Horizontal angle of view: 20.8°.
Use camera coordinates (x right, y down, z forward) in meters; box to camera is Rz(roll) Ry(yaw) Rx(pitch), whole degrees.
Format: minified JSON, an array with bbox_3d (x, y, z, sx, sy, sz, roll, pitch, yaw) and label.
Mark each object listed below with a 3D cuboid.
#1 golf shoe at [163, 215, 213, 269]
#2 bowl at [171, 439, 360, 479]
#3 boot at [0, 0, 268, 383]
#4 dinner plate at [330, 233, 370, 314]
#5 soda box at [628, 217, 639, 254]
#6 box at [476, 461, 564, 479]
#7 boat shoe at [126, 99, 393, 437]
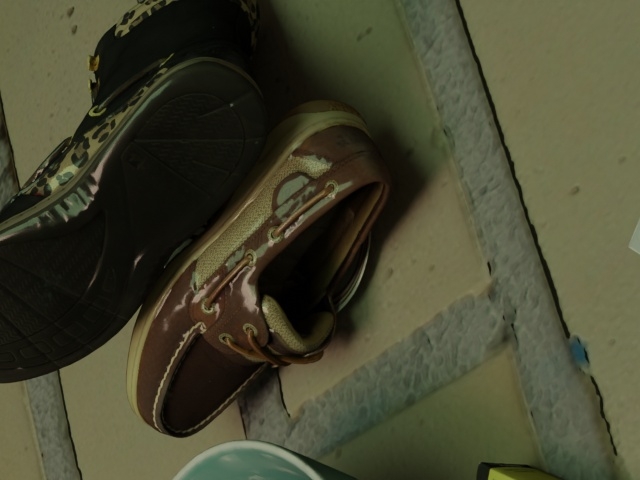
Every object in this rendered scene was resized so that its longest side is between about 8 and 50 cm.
[{"bbox_3d":[-0.130,-0.020,1.612,0.198,0.077,0.094,47,120,41],"label":"golf shoe"},{"bbox_3d":[0.003,0.310,1.349,0.311,0.163,0.312,-9,79,50],"label":"bowl"},{"bbox_3d":[-0.183,-0.065,1.525,0.377,0.138,0.284,-45,20,23],"label":"boot"},{"bbox_3d":[0.000,0.000,1.501,0.141,0.017,0.141,-6,82,49],"label":"dinner plate"},{"bbox_3d":[0.300,0.022,1.104,0.216,0.069,0.074,39,115,46],"label":"soda box"},{"bbox_3d":[0.199,0.227,1.208,0.232,0.058,0.087,17,98,50],"label":"box"},{"bbox_3d":[-0.047,0.050,1.450,0.342,0.123,0.123,-55,46,21],"label":"boat shoe"}]
